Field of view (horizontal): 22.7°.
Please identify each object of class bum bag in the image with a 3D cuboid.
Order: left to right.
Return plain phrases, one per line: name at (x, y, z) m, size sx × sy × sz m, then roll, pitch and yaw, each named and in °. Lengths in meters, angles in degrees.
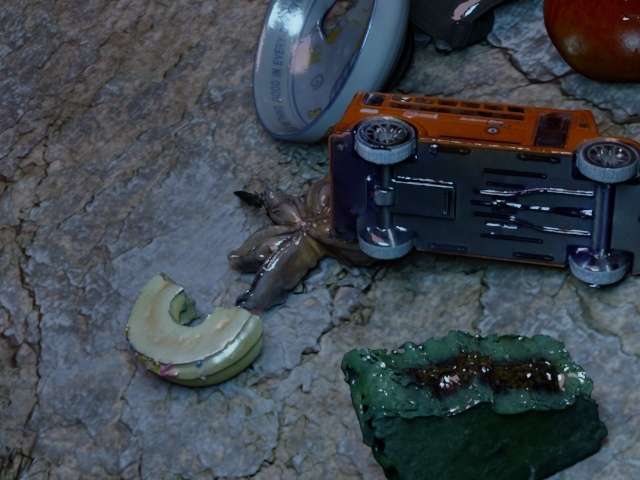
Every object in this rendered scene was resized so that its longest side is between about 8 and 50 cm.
bum bag at (0.234, -0.317, 1.870) m, size 0.326 × 0.080 × 0.142 m, roll -28°, pitch 39°, yaw 6°

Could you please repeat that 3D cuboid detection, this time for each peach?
peach at (0.331, -0.267, 1.699) m, size 0.197 × 0.197 × 0.197 m, roll -13°, pitch 49°, yaw 15°

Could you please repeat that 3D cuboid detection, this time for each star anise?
star anise at (-0.004, -0.010, 1.737) m, size 0.208 × 0.063 × 0.172 m, roll -23°, pitch 40°, yaw 13°

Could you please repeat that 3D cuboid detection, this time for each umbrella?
umbrella at (-0.080, -0.049, 1.784) m, size 0.022 × 0.022 × 0.149 m, roll -26°, pitch 19°, yaw -12°

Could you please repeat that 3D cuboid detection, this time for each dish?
dish at (0.044, -0.231, 1.845) m, size 0.273 × 0.134 × 0.273 m, roll -35°, pitch 47°, yaw 48°

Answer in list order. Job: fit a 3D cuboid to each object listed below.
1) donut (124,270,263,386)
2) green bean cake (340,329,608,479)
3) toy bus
donut at (-0.142, 0.106, 1.698) m, size 0.166 × 0.065 × 0.108 m, roll 24°, pitch 66°, yaw 36°
green bean cake at (0.141, 0.146, 1.452) m, size 0.208 × 0.193 × 0.107 m, roll -24°, pitch 41°, yaw 3°
toy bus at (0.179, -0.062, 1.607) m, size 0.329 × 0.143 × 0.153 m, roll 6°, pitch 35°, yaw 13°
